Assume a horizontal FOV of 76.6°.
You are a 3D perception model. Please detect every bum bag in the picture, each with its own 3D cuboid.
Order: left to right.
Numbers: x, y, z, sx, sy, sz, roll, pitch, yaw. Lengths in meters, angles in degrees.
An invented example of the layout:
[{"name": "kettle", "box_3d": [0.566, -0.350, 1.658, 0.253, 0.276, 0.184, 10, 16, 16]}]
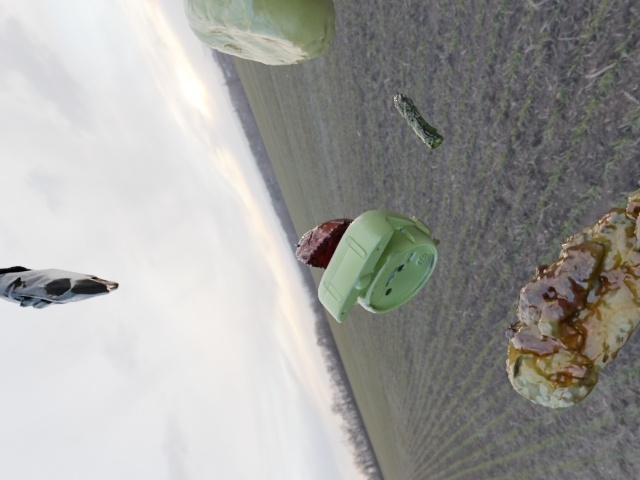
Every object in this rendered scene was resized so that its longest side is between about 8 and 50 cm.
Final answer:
[{"name": "bum bag", "box_3d": [-0.520, 0.088, 0.755, 0.137, 0.310, 0.074, -3, -85, -77]}]

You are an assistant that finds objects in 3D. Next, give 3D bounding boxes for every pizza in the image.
[{"name": "pizza", "box_3d": [0.203, 0.030, 0.303, 0.069, 0.193, 0.154, 37, -155, 23]}]

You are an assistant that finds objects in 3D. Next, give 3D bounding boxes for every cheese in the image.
[{"name": "cheese", "box_3d": [-0.091, -0.351, 0.638, 0.214, 0.226, 0.117, 20, 109, 35]}]

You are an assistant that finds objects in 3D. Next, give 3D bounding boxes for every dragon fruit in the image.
[{"name": "dragon fruit", "box_3d": [0.001, -0.002, 0.930, 0.127, 0.161, 0.120, 19, 99, 39]}]

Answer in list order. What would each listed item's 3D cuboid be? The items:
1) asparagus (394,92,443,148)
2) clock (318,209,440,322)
[{"name": "asparagus", "box_3d": [0.188, -0.244, 0.807, 0.036, 0.030, 0.165, -48, 52, 34]}, {"name": "clock", "box_3d": [0.155, 0.055, 0.877, 0.096, 0.308, 0.235, 45, 122, 38]}]
